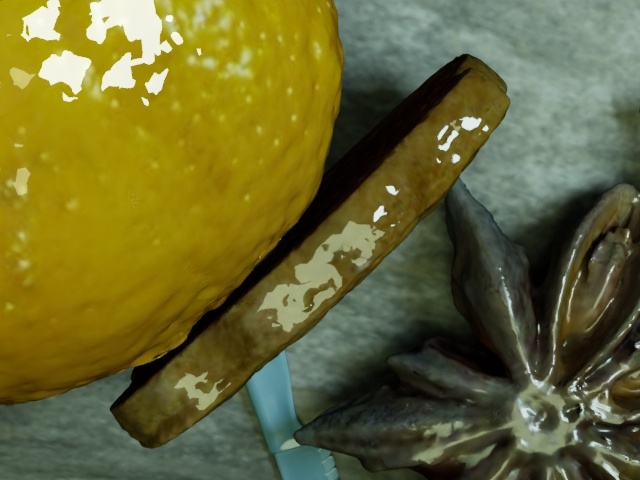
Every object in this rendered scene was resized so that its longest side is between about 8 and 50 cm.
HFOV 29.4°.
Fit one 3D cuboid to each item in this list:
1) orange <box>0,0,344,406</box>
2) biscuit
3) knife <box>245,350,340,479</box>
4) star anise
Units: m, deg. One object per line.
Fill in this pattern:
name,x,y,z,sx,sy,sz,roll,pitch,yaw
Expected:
orange,-0.164,-0.094,0.570,0.340,0.341,0.293,-30,135,5
biscuit,0.001,0.001,0.679,0.049,0.257,0.273,45,94,-5
knife,-0.014,0.152,0.867,0.044,0.019,0.313,-17,114,-3
star anise,0.134,0.104,0.798,0.315,0.108,0.315,1,95,8
